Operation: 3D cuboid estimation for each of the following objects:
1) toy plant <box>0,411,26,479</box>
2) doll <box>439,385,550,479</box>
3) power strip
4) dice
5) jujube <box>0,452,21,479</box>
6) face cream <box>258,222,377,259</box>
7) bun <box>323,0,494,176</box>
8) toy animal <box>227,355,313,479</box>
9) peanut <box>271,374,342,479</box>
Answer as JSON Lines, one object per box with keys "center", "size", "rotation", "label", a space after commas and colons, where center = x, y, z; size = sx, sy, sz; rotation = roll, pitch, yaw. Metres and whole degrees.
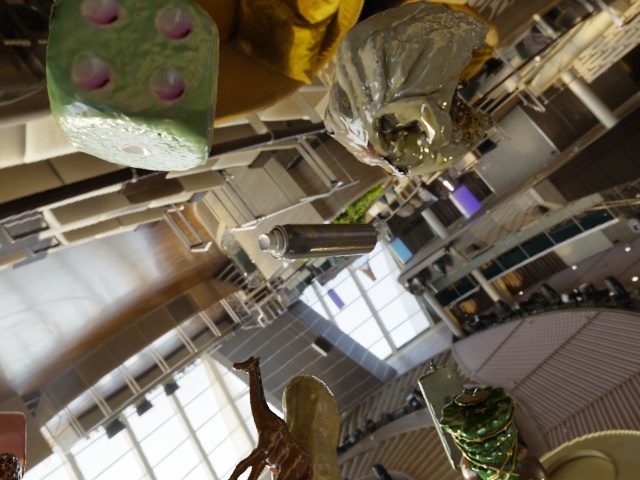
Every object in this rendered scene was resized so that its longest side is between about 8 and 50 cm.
{"center": [-0.927, 0.566, 1.006], "size": [0.356, 0.317, 0.210], "rotation": [8, 155, -45], "label": "toy plant"}
{"center": [0.164, 0.205, 0.396], "size": [0.078, 0.113, 0.076], "rotation": [-23, 162, 26], "label": "doll"}
{"center": [0.257, 0.338, 0.808], "size": [0.079, 0.227, 0.029], "rotation": [-21, 177, -4], "label": "power strip"}
{"center": [-0.408, -0.362, 0.966], "size": [0.322, 0.331, 0.318], "rotation": [4, 170, -14], "label": "dice"}
{"center": [-0.686, 0.510, 0.889], "size": [0.077, 0.077, 0.129], "rotation": [-36, -161, -24], "label": "jujube"}
{"center": [0.000, 0.000, 0.875], "size": [0.283, 0.073, 0.073], "rotation": [-3, 151, -39], "label": "face cream"}
{"center": [0.126, -0.215, 0.656], "size": [0.281, 0.281, 0.205], "rotation": [-46, -166, 51], "label": "bun"}
{"center": [-0.104, 0.338, 0.727], "size": [0.230, 0.224, 0.066], "rotation": [-56, 164, -38], "label": "toy animal"}
{"center": [-0.024, 0.426, 0.861], "size": [0.149, 0.149, 0.313], "rotation": [-42, -153, 33], "label": "peanut"}
